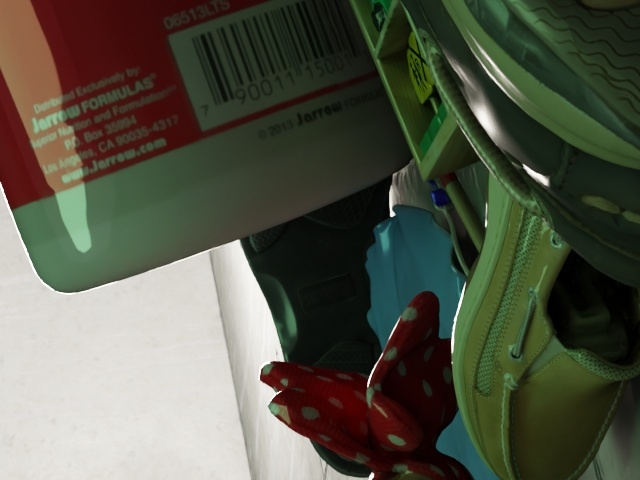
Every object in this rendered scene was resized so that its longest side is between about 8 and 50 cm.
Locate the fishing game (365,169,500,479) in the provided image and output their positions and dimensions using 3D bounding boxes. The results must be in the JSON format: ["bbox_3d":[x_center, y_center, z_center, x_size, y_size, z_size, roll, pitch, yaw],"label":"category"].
[{"bbox_3d":[0.070,0.071,0.914,0.264,0.041,0.189,99,154,-49],"label":"fishing game"}]

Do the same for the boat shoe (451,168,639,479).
[{"bbox_3d":[0.090,0.029,0.620,0.072,0.068,0.190,-125,25,-48],"label":"boat shoe"}]

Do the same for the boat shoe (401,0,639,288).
[{"bbox_3d":[0.044,-0.134,0.501,0.130,0.132,0.355,91,169,-53],"label":"boat shoe"}]

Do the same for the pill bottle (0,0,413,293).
[{"bbox_3d":[-0.115,-0.196,0.939,0.229,0.229,0.408,-172,62,-82],"label":"pill bottle"}]

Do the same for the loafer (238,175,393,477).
[{"bbox_3d":[0.000,0.000,1.118,0.095,0.109,0.303,-124,23,-83],"label":"loafer"}]

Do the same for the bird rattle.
[{"bbox_3d":[0.055,0.162,0.768,0.207,0.143,0.253,56,-175,-37],"label":"bird rattle"}]

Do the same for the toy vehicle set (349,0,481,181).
[{"bbox_3d":[0.047,-0.138,0.714,0.267,0.035,0.166,110,139,-75],"label":"toy vehicle set"}]
